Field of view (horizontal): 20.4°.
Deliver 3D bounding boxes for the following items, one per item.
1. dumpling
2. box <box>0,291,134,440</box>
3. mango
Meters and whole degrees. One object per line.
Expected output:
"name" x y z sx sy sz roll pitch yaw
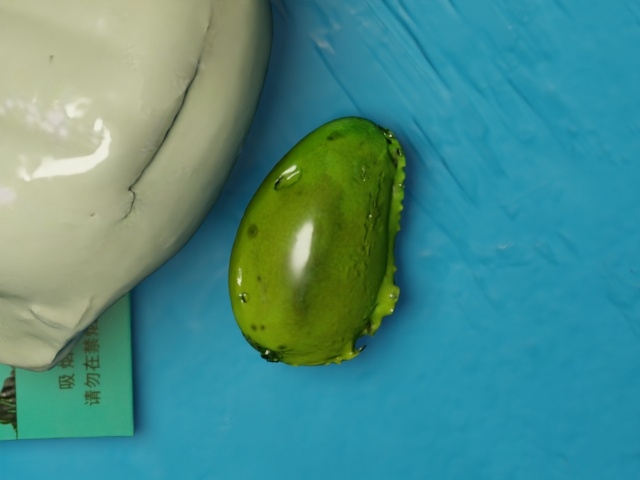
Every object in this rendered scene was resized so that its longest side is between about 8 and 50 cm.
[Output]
"dumpling" -0.186 -0.129 1.103 0.315 0.233 0.395 29 99 -12
"box" -0.243 0.060 1.233 0.226 0.042 0.161 -1 100 -7
"mango" -0.001 0.000 1.224 0.119 0.100 0.178 18 92 -49
